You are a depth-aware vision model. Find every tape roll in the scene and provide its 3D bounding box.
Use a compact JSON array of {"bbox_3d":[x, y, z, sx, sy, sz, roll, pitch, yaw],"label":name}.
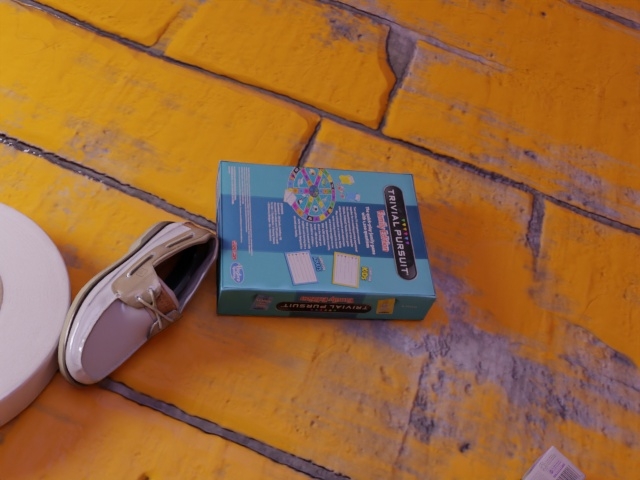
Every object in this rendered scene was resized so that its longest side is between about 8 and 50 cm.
[{"bbox_3d":[-0.539,0.098,1.061,0.391,0.072,0.392,8,50,-10],"label":"tape roll"}]

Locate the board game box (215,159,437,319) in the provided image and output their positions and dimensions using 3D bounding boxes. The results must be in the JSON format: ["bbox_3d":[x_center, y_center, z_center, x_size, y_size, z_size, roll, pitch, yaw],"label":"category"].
[{"bbox_3d":[0.000,0.000,1.272,0.335,0.079,0.254,3,54,-12],"label":"board game box"}]

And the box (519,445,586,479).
[{"bbox_3d":[0.239,0.400,1.036,0.067,0.063,0.324,41,51,19],"label":"box"}]

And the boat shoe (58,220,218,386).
[{"bbox_3d":[-0.253,0.079,1.113,0.103,0.113,0.302,1,45,32],"label":"boat shoe"}]
